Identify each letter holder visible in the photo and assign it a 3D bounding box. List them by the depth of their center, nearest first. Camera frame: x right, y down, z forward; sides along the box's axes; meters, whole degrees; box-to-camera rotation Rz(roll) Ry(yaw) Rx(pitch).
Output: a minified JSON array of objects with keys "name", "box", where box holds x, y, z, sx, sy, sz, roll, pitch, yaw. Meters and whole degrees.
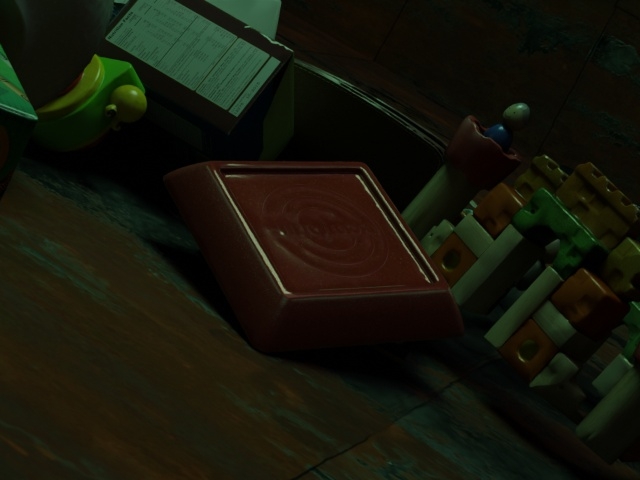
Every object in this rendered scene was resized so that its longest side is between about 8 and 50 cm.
[{"name":"letter holder","box":[0.028,-0.142,1.907,0.301,0.214,0.152,30,39,9]}]

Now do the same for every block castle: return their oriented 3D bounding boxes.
[{"name":"block castle","box":[0.322,0.053,1.677,0.303,0.213,0.453,25,21,-47]}]

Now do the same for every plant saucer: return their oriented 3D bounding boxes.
[{"name":"plant saucer","box":[0.000,0.000,1.509,0.258,0.048,0.259,-2,45,-34]}]

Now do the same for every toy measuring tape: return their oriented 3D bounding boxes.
[{"name":"toy measuring tape","box":[-0.336,-0.169,1.665,0.330,0.121,0.121,14,5,32]}]

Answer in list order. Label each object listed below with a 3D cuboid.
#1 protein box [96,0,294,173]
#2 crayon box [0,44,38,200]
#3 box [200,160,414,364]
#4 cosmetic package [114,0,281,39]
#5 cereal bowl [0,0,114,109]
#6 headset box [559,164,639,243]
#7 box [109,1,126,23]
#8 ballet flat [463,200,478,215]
[{"name":"protein box","box":[-0.151,-0.173,1.743,0.201,0.136,0.200,31,-22,13]},{"name":"crayon box","box":[-0.324,-0.089,1.210,0.081,0.165,0.278,21,15,-28]},{"name":"box","box":[0.020,0.015,1.701,0.257,0.079,0.322,31,14,3]},{"name":"cosmetic package","box":[-0.252,-0.318,2.101,0.217,0.156,0.385,12,5,30]},{"name":"cereal bowl","box":[-0.359,-0.236,1.382,0.339,0.339,0.141,22,34,-25]},{"name":"headset box","box":[0.479,-0.019,2.608,0.246,0.131,0.283,31,14,15]},{"name":"box","box":[-0.254,-0.215,1.824,0.044,0.159,0.233,33,14,13]},{"name":"ballet flat","box":[0.167,-0.048,2.191,0.247,0.087,0.083,20,16,-30]}]
